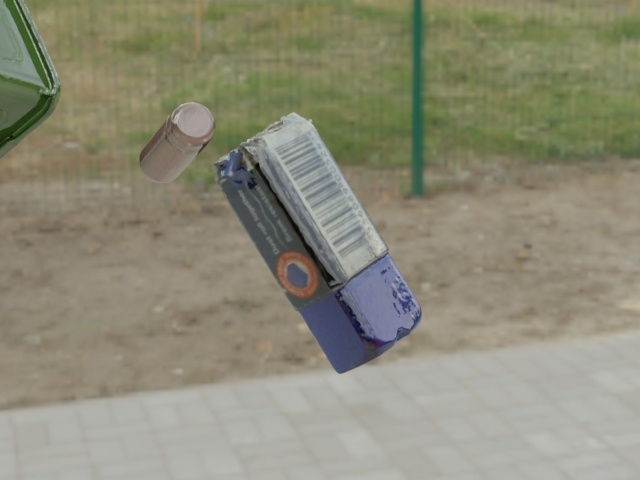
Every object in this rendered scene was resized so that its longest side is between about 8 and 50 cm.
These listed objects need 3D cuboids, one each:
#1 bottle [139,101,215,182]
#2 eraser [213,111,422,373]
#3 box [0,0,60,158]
[{"bbox_3d":[-0.162,-0.108,1.515,0.053,0.053,0.140,-8,-13,-27],"label":"bottle"},{"bbox_3d":[0.000,0.000,1.787,0.101,0.332,0.155,-29,2,39],"label":"eraser"},{"bbox_3d":[-0.574,-0.229,2.003,0.329,0.253,0.178,-36,-24,19],"label":"box"}]
